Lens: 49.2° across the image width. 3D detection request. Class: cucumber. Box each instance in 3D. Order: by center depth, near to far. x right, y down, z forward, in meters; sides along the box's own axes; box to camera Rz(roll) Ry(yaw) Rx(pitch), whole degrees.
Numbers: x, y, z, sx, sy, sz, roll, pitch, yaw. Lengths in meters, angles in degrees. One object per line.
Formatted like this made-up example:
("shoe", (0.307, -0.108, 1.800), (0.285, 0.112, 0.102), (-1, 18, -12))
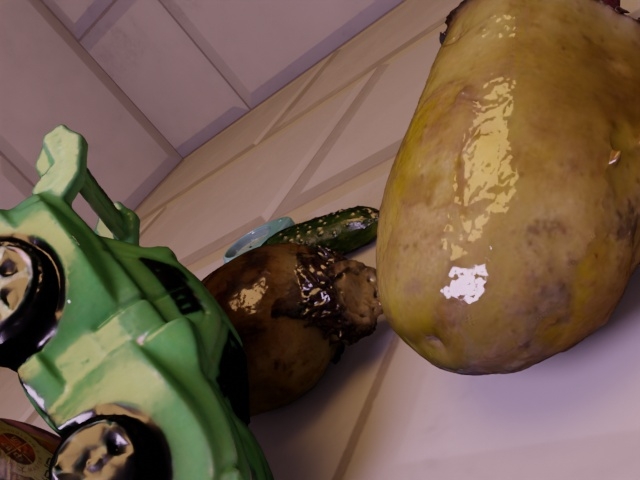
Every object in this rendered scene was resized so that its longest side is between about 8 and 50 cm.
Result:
("cucumber", (0.000, 0.000, 0.917), (0.227, 0.069, 0.069), (-20, 27, 40))

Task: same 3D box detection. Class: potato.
("potato", (0.141, -0.025, 0.500), (0.229, 0.229, 0.266), (-11, 49, 57))

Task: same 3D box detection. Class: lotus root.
("lotus root", (-0.077, 0.096, 0.710), (0.314, 0.141, 0.169), (-31, 22, 30))

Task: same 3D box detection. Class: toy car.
("toy car", (-0.151, 0.090, 0.550), (0.176, 0.213, 0.358), (-41, 61, -15))

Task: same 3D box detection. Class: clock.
("clock", (-0.107, 0.020, 1.092), (0.147, 0.045, 0.108), (-22, 20, 31))

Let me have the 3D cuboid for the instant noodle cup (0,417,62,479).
("instant noodle cup", (-0.273, 0.303, 0.531), (0.255, 0.244, 0.244), (-49, 18, 1))

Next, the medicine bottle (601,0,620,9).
("medicine bottle", (0.290, -0.237, 0.831), (0.090, 0.090, 0.217), (-20, 28, 49))
